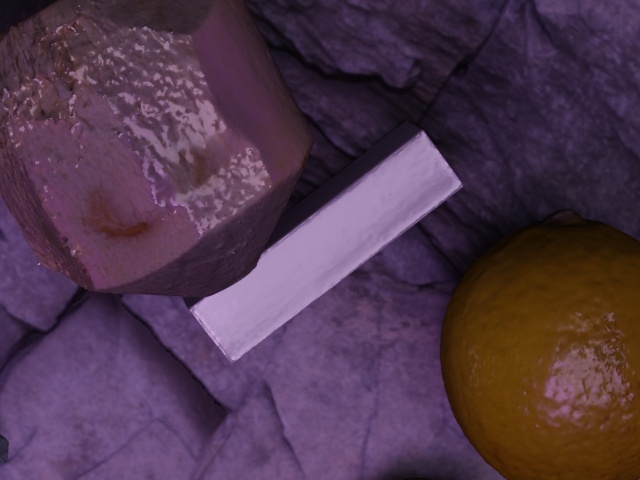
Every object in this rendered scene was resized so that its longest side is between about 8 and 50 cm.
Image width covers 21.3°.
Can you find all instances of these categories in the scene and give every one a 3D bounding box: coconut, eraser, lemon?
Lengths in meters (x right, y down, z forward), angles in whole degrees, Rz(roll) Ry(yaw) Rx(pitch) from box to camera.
[{"bbox_3d":[-0.163,-0.090,1.575,0.297,0.297,0.309,-30,100,-5],"label":"coconut"},{"bbox_3d":[0.000,0.000,1.734,0.298,0.078,0.076,-38,105,-3],"label":"eraser"},{"bbox_3d":[0.252,0.119,1.712,0.293,0.293,0.293,-2,101,-11],"label":"lemon"}]

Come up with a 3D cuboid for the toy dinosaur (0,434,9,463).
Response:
[{"bbox_3d":[-0.349,0.146,1.690,0.129,0.076,0.383,27,87,9],"label":"toy dinosaur"}]

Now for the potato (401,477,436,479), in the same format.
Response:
[{"bbox_3d":[0.091,0.359,1.783,0.197,0.148,0.228,1,107,-34],"label":"potato"}]
